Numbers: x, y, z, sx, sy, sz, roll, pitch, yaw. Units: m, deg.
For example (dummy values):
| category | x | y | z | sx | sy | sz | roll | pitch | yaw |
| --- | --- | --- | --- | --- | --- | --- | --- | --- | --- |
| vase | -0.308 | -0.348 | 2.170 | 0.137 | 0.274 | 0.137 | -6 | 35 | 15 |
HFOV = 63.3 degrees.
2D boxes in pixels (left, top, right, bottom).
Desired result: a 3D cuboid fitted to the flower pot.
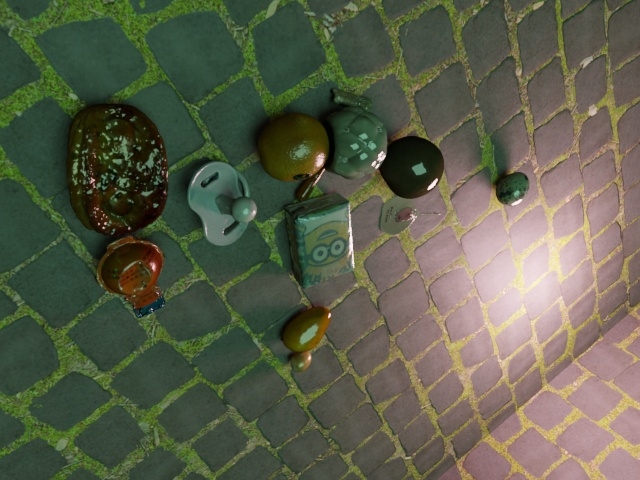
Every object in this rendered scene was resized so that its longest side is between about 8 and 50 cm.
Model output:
| category | x | y | z | sx | sy | sz | roll | pitch | yaw |
| --- | --- | --- | --- | --- | --- | --- | --- | --- | --- |
| flower pot | 0.109 | -0.329 | 1.760 | 0.195 | 0.246 | 0.246 | -6 | 116 | -18 |

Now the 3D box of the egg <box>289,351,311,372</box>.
| category | x | y | z | sx | sy | sz | roll | pitch | yaw |
| --- | --- | --- | --- | --- | --- | --- | --- | --- | --- |
| egg | -0.081 | 0.500 | 2.156 | 0.096 | 0.080 | 0.080 | -27 | 124 | -27 |

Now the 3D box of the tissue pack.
| category | x | y | z | sx | sy | sz | roll | pitch | yaw |
| --- | --- | --- | --- | --- | --- | --- | --- | --- | --- |
| tissue pack | 0.000 | 0.000 | 1.929 | 0.228 | 0.128 | 0.310 | -18 | 123 | -22 |

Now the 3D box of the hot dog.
| category | x | y | z | sx | sy | sz | roll | pitch | yaw |
| --- | --- | --- | --- | --- | --- | --- | --- | --- | --- |
| hot dog | -0.577 | -0.187 | 1.474 | 0.267 | 0.174 | 0.387 | -8 | 116 | -29 |

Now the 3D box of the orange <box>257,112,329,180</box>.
| category | x | y | z | sx | sy | sz | roll | pitch | yaw |
| --- | --- | --- | --- | --- | --- | --- | --- | --- | --- |
| orange | -0.086 | -0.299 | 1.677 | 0.236 | 0.236 | 0.236 | -13 | 119 | -24 |

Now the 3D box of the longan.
| category | x | y | z | sx | sy | sz | roll | pitch | yaw |
| --- | --- | --- | --- | --- | --- | --- | --- | --- | --- |
| longan | 0.334 | -0.270 | 1.932 | 0.248 | 0.248 | 0.248 | -13 | 119 | -24 |

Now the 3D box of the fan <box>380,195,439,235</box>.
| category | x | y | z | sx | sy | sz | roll | pitch | yaw |
| --- | --- | --- | --- | --- | --- | --- | --- | --- | --- |
| fan | 0.381 | -0.106 | 2.166 | 0.310 | 0.010 | 0.182 | -3 | 114 | -28 |

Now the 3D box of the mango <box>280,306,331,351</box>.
| category | x | y | z | sx | sy | sz | roll | pitch | yaw |
| --- | --- | --- | --- | --- | --- | --- | --- | --- | --- |
| mango | -0.048 | 0.357 | 2.089 | 0.227 | 0.109 | 0.147 | -38 | 102 | -8 |

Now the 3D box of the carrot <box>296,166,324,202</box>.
| category | x | y | z | sx | sy | sz | roll | pitch | yaw |
| --- | --- | --- | --- | --- | --- | --- | --- | --- | --- |
| carrot | -0.018 | -0.230 | 1.860 | 0.048 | 0.048 | 0.216 | 37 | 87 | -37 |

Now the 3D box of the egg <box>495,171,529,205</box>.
| category | x | y | z | sx | sy | sz | roll | pitch | yaw |
| --- | --- | --- | --- | --- | --- | --- | --- | --- | --- |
| egg | 0.854 | -0.231 | 2.302 | 0.172 | 0.132 | 0.132 | -51 | 128 | -12 |

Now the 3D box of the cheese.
| category | x | y | z | sx | sy | sz | roll | pitch | yaw |
| --- | --- | --- | --- | --- | --- | --- | --- | --- | --- |
| cheese | -0.587 | 0.120 | 1.653 | 0.217 | 0.129 | 0.329 | -28 | 136 | -20 |

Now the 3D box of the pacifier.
| category | x | y | z | sx | sy | sz | roll | pitch | yaw |
| --- | --- | --- | --- | --- | --- | --- | --- | --- | --- |
| pacifier | -0.281 | -0.114 | 1.656 | 0.238 | 0.226 | 0.287 | -38 | 130 | -32 |

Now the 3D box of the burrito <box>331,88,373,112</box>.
| category | x | y | z | sx | sy | sz | roll | pitch | yaw |
| --- | --- | --- | --- | --- | --- | --- | --- | --- | --- |
| burrito | 0.111 | -0.484 | 1.804 | 0.171 | 0.042 | 0.051 | 8 | 79 | -38 |
